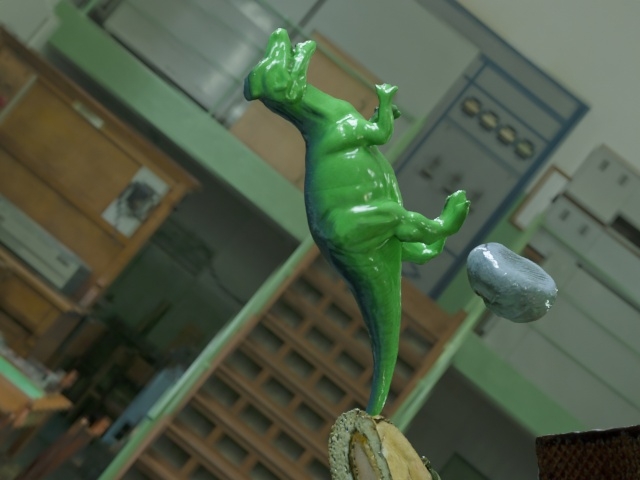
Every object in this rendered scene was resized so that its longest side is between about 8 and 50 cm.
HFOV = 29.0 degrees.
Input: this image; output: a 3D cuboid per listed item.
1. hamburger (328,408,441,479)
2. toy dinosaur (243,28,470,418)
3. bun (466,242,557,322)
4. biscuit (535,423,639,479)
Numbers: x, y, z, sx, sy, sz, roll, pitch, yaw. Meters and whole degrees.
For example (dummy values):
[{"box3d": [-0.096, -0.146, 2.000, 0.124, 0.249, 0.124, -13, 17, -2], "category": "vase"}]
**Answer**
[{"box3d": [0.073, 0.260, 1.268, 0.102, 0.087, 0.176, 6, 56, -52], "category": "hamburger"}, {"box3d": [0.000, 0.000, 1.723, 0.374, 0.500, 0.144, 25, -3, -11], "category": "toy dinosaur"}, {"box3d": [0.266, 0.064, 1.769, 0.141, 0.083, 0.141, 30, 19, -11], "category": "bun"}, {"box3d": [0.379, 0.229, 1.227, 0.073, 0.107, 0.388, 2, -13, -38], "category": "biscuit"}]
